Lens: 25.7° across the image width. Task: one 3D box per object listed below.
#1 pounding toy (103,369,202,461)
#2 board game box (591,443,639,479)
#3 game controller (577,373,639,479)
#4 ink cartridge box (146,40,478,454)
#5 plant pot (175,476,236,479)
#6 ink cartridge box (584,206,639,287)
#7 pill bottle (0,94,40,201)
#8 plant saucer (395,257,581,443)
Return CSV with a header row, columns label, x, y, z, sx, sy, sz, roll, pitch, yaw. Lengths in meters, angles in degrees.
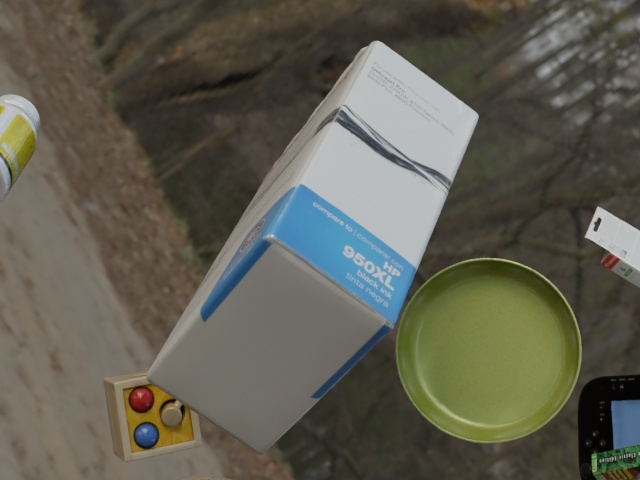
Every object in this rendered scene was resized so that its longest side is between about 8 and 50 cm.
label,x,y,z,sx,sy,sz,roll,pitch,yaw
pounding toy,-0.215,0.226,1.932,0.100,0.141,0.130,-179,-100,-69
board game box,0.403,0.285,1.485,0.259,0.136,0.030,46,37,-38
game controller,0.453,0.256,1.824,0.319,0.067,0.166,-12,-96,56
ink cartridge box,0.000,0.000,1.583,0.166,0.285,0.395,35,42,-8
plant pot,-0.138,0.407,1.716,0.237,0.237,0.110,-119,-151,-52
ink cartridge box,0.387,0.012,1.782,0.115,0.063,0.029,31,-39,0
pill bottle,-0.288,-0.082,1.234,0.065,0.065,0.116,53,27,-22
plant saucer,0.219,0.144,1.831,0.241,0.241,0.037,56,5,13
